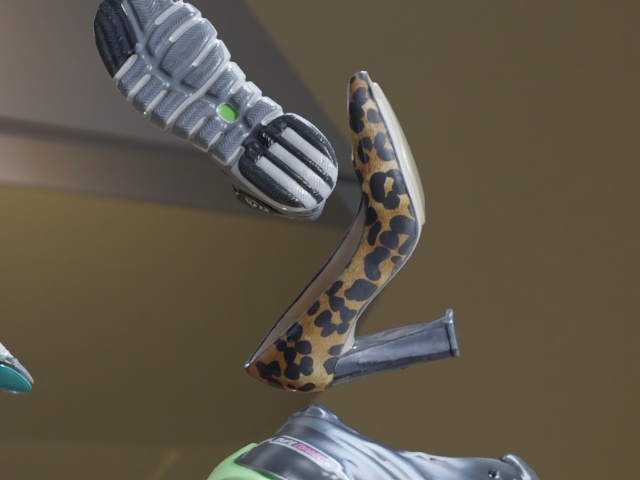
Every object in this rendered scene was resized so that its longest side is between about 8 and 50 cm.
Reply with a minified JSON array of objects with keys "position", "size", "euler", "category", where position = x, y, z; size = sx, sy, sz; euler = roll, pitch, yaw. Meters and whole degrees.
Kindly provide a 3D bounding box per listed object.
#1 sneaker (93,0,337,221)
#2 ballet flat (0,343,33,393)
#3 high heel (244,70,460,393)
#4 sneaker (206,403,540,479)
[{"position":[-0.082,-0.090,1.328],"size":[0.086,0.132,0.229],"euler":[-43,-102,-10],"category":"sneaker"},{"position":[-0.301,0.104,1.556],"size":[0.041,0.114,0.041],"euler":[-20,-122,36],"category":"ballet flat"},{"position":[0.000,0.000,1.471],"size":[0.186,0.093,0.261],"euler":[-13,-80,8],"category":"high heel"},{"position":[0.154,0.242,1.139],"size":[0.483,0.202,0.185],"euler":[29,-51,3],"category":"sneaker"}]
